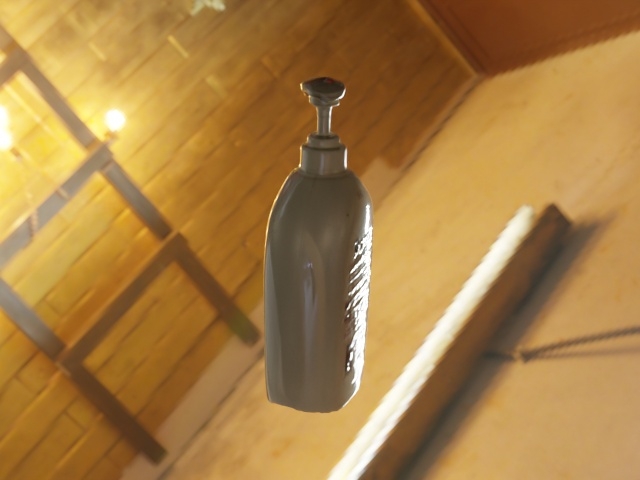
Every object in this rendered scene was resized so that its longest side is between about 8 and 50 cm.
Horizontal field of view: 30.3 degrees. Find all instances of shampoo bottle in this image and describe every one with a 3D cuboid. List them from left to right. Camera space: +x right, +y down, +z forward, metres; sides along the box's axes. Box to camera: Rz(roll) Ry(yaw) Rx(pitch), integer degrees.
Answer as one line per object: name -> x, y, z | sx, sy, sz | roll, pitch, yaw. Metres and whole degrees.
shampoo bottle -> 0.000, 0.000, 0.546 | 0.045, 0.152, 0.077 | 9, -158, 15
